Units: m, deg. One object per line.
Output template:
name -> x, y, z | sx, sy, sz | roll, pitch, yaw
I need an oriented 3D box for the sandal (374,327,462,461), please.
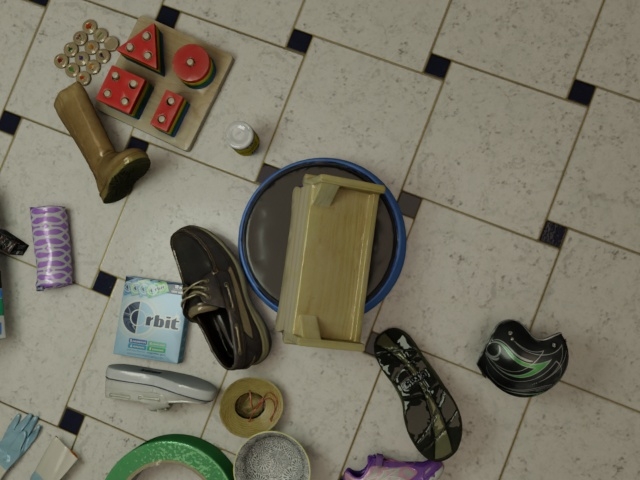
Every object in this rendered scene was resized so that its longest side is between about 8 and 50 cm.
sandal -> 0.222, 0.332, 1.408 | 0.120, 0.086, 0.302 | -27, 69, 8

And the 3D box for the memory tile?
memory tile -> -0.575, -0.461, 1.565 | 0.113, 0.012, 0.148 | 39, 89, 6

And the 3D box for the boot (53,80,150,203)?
boot -> -0.509, -0.242, 1.454 | 0.236, 0.089, 0.269 | -32, 83, 47

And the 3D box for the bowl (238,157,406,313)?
bowl -> 0.000, 0.000, 1.450 | 0.391, 0.077, 0.390 | 0, 86, 5

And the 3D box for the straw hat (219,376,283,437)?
straw hat -> -0.161, 0.372, 1.444 | 0.145, 0.061, 0.144 | 0, 88, -15

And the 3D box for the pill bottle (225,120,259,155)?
pill bottle -> -0.175, -0.229, 1.461 | 0.065, 0.116, 0.065 | 0, 86, 5

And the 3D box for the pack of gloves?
pack of gloves -> -0.697, 0.537, 1.498 | 0.195, 0.046, 0.232 | 37, 87, 18

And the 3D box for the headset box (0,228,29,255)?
headset box -> -0.752, 0.001, 1.522 | 0.083, 0.062, 0.032 | 33, 89, 7

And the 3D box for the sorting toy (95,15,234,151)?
sorting toy -> -0.378, -0.382, 1.504 | 0.257, 0.089, 0.255 | 25, 88, 7

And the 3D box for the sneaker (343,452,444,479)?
sneaker -> 0.150, 0.512, 1.396 | 0.237, 0.095, 0.104 | -22, 77, 4

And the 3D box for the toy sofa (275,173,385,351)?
toy sofa -> 0.017, 0.047, 1.349 | 0.150, 0.177, 0.362 | 9, 86, -19

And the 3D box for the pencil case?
pencil case -> -0.637, 0.017, 1.504 | 0.088, 0.086, 0.206 | -8, 83, 28

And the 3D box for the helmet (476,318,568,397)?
helmet -> 0.435, 0.250, 1.352 | 0.162, 0.169, 0.169 | 31, 89, 22

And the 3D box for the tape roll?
tape roll -> -0.335, 0.606, 1.435 | 0.322, 0.077, 0.321 | 0, 87, 5

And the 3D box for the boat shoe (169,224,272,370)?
boat shoe -> -0.235, 0.126, 1.412 | 0.132, 0.130, 0.355 | -34, 85, 28

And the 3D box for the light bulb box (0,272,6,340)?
light bulb box -> -0.933, 0.071, 1.421 | 0.358, 0.225, 0.360 | -9, 84, 17

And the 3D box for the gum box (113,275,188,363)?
gum box -> -0.388, 0.184, 1.487 | 0.157, 0.041, 0.184 | 8, 85, 6

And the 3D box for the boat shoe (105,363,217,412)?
boat shoe -> -0.367, 0.347, 1.449 | 0.268, 0.096, 0.088 | 9, 91, 7

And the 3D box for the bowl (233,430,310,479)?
bowl -> -0.103, 0.500, 1.419 | 0.170, 0.080, 0.170 | 0, 87, 3
